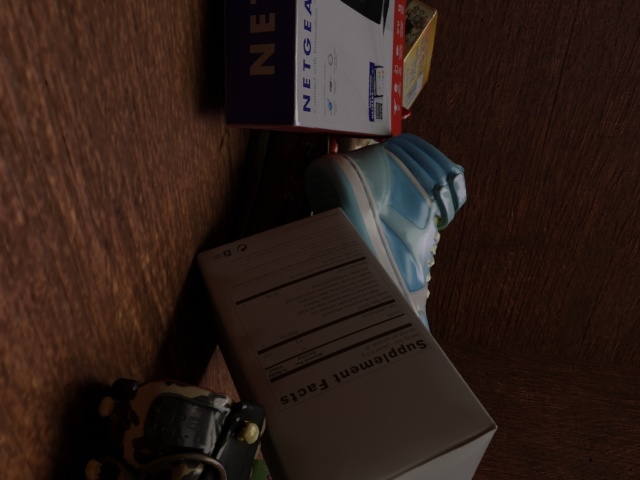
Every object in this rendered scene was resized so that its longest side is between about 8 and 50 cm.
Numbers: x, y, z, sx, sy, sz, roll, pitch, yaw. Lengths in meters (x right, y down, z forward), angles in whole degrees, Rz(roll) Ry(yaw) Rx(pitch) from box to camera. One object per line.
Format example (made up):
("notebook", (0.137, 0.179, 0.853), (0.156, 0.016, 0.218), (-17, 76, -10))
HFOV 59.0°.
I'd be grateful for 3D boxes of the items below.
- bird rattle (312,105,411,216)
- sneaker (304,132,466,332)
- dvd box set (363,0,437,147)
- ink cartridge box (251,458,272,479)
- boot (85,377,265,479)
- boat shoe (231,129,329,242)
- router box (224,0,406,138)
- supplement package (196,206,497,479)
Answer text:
("bird rattle", (0.014, -0.147, 0.901), (0.143, 0.207, 0.253), (-3, 106, -42))
("sneaker", (0.128, 0.009, 0.739), (0.127, 0.208, 0.319), (8, -58, 60))
("dvd box set", (0.098, -0.243, 1.181), (0.420, 0.062, 0.307), (-56, 170, -3))
("ink cartridge box", (-0.050, 0.496, 0.897), (0.273, 0.198, 0.115), (-61, 158, -70))
("boot", (-0.121, 0.225, 0.328), (0.377, 0.138, 0.284), (89, 11, -68))
("boat shoe", (-0.052, -0.009, 0.753), (0.111, 0.104, 0.307), (-7, 104, -82))
("router box", (0.012, -0.288, 0.639), (0.301, 0.082, 0.335), (-17, 110, -62))
("supplement package", (0.008, 0.140, 0.583), (0.177, 0.175, 0.293), (90, -25, -47))
